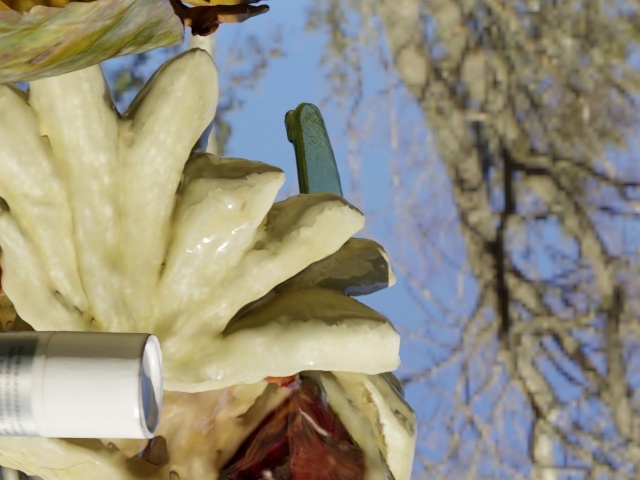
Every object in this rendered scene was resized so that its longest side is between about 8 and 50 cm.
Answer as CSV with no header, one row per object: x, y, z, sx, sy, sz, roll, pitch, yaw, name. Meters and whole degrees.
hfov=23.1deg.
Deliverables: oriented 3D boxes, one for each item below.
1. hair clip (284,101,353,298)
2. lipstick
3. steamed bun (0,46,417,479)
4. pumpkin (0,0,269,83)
0.000,0.000,1.061,0.033,0.188,0.060,4,-167,29,hair clip
-0.130,0.052,0.574,0.141,0.040,0.040,1,-152,5,lipstick
-0.105,0.031,0.845,0.428,0.247,0.189,31,172,-6,steamed bun
-0.057,-0.179,0.456,0.320,0.320,0.192,-27,-108,-36,pumpkin
